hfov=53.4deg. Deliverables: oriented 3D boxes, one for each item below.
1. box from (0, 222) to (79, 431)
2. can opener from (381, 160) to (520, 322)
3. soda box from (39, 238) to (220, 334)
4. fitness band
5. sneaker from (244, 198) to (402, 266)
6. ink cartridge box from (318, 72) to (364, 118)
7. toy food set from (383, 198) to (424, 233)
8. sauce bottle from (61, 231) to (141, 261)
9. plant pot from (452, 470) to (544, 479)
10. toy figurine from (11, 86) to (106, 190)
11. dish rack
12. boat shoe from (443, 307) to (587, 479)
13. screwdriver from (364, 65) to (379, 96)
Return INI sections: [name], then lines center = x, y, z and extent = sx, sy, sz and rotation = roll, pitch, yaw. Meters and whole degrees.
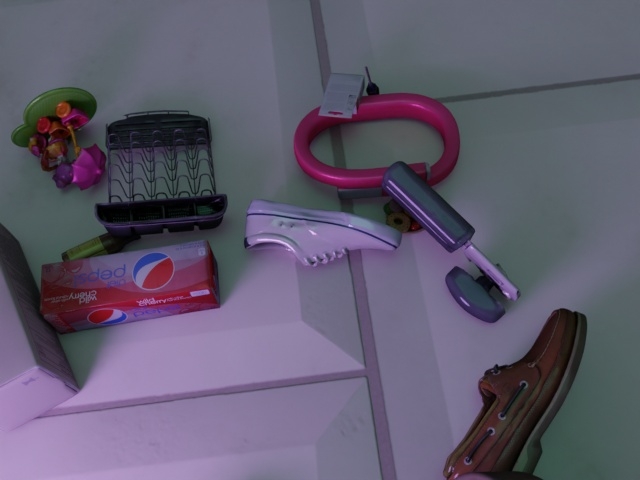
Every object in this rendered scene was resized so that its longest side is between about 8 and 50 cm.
[box]
center = -0.495, 0.113, 0.959
extent = 0.121, 0.148, 0.311
rotation = -29, 63, -11
[can opener]
center = 0.189, 0.006, 0.984
extent = 0.095, 0.076, 0.283
rotation = -45, 83, -5
[soda box]
center = -0.296, 0.073, 1.003
extent = 0.263, 0.083, 0.092
rotation = -9, 62, -2
[fitness band]
center = 0.098, -0.172, 1.116
extent = 0.291, 0.054, 0.209
rotation = -5, 56, 1
[sneaker]
center = 0.000, 0.000, 1.032
extent = 0.258, 0.094, 0.091
rotation = 9, 81, 13
[ink cartridge box]
center = 0.038, -0.250, 1.133
extent = 0.063, 0.029, 0.115
rotation = 8, 55, 11
[toy food set]
center = 0.149, -0.048, 1.076
extent = 0.083, 0.020, 0.082
rotation = -4, 61, 1
[sauce bottle]
center = -0.364, 0.013, 1.062
extent = 0.128, 0.042, 0.042
rotation = -25, 63, -18
[plant pot]
center = 0.308, 0.407, 0.684
extent = 0.280, 0.323, 0.323
rotation = 0, 61, -14
[toy figurine]
center = -0.453, -0.157, 1.132
extent = 0.173, 0.130, 0.159
rotation = -31, 72, 11
[dish rack]
center = -0.276, -0.130, 1.100
extent = 0.208, 0.074, 0.271
rotation = -5, 60, -12
[boat shoe]
center = 0.271, 0.212, 0.877
extent = 0.104, 0.110, 0.307
rotation = 26, 66, 15
[screwdriver]
center = 0.088, -0.283, 1.127
extent = 0.024, 0.170, 0.025
rotation = -9, 80, 9
